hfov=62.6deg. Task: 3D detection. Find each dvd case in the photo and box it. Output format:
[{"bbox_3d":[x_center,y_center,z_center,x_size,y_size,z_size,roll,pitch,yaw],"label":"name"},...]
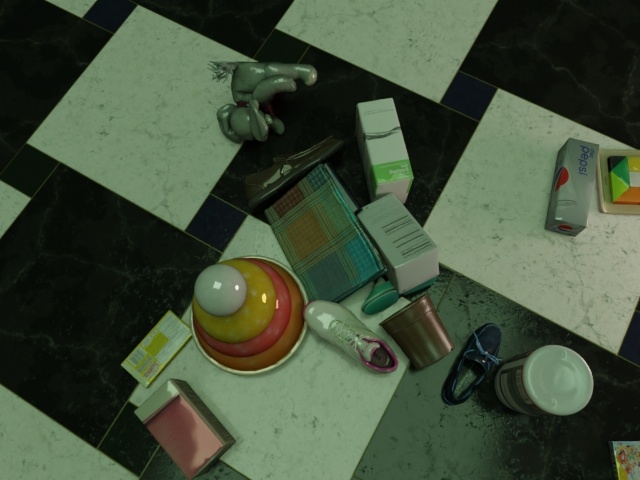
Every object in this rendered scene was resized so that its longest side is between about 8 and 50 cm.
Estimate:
[{"bbox_3d":[-0.012,-0.085,1.577,0.253,0.022,0.180,-42,71,26],"label":"dvd case"}]

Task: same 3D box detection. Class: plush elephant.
[{"bbox_3d":[-0.195,-0.430,1.667,0.329,0.256,0.271,-12,24,-35],"label":"plush elephant"}]

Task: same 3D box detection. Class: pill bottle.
[{"bbox_3d":[0.554,0.364,1.346,0.161,0.283,0.161,0,72,1],"label":"pill bottle"}]

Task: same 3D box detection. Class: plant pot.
[{"bbox_3d":[0.277,0.257,1.464,0.167,0.167,0.165,-32,82,-8],"label":"plant pot"}]

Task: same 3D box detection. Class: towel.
[{"bbox_3d":[0.000,0.000,1.537,0.271,0.040,0.370,-37,74,28],"label":"towel"}]

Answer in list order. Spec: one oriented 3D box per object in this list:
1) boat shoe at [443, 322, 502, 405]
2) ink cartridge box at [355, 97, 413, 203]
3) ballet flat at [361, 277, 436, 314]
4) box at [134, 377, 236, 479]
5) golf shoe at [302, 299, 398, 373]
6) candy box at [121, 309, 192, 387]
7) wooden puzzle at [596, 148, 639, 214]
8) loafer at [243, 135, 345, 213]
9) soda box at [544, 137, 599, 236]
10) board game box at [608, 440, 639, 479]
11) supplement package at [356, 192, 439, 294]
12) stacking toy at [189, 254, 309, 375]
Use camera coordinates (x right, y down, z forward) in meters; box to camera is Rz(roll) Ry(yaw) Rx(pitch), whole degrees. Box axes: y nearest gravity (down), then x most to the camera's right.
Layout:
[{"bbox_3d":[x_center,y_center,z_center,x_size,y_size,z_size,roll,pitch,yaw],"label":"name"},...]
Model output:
[{"bbox_3d":[0.439,0.345,1.458,0.109,0.089,0.258,27,75,10],"label":"boat shoe"},{"bbox_3d":[0.188,-0.263,1.608,0.114,0.198,0.273,-10,72,-1],"label":"ink cartridge box"},{"bbox_3d":[0.218,0.134,1.551,0.247,0.083,0.087,-26,49,-7],"label":"ballet flat"},{"bbox_3d":[-0.357,0.498,1.405,0.127,0.149,0.232,-43,75,-10],"label":"box"},{"bbox_3d":[0.091,0.261,1.437,0.306,0.140,0.115,34,81,-7],"label":"golf shoe"},{"bbox_3d":[-0.470,0.314,1.532,0.105,0.027,0.206,38,77,10],"label":"candy box"},{"bbox_3d":[0.985,-0.186,1.637,0.238,0.044,0.221,4,72,3],"label":"wooden puzzle"},{"bbox_3d":[-0.090,-0.232,1.641,0.365,0.134,0.130,-32,74,-8],"label":"loafer"},{"bbox_3d":[0.770,-0.164,1.612,0.098,0.091,0.287,16,73,7],"label":"soda box"},{"bbox_3d":[0.831,0.612,1.391,0.103,0.026,0.154,-1,72,1],"label":"board game box"},{"bbox_3d":[0.218,0.007,1.510,0.133,0.139,0.244,-26,50,-6],"label":"supplement package"},{"bbox_3d":[-0.209,0.150,1.340,0.350,0.480,0.351,0,72,1],"label":"stacking toy"}]
